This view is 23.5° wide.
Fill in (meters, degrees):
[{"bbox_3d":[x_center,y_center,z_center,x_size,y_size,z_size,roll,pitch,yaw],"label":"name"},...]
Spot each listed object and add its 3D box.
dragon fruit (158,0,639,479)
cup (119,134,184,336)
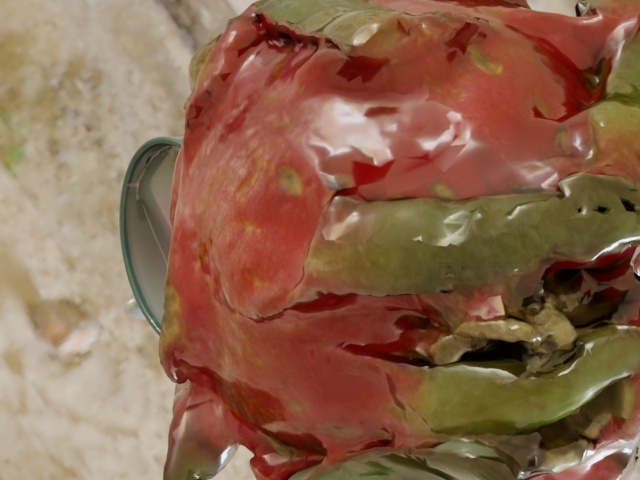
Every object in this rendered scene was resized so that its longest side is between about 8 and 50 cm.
[{"bbox_3d":[0.052,0.003,0.633,0.303,0.237,0.231,-159,-110,-75],"label":"dragon fruit"},{"bbox_3d":[-0.043,-0.006,1.197,0.173,0.300,0.167,-10,72,-38],"label":"cup"}]
